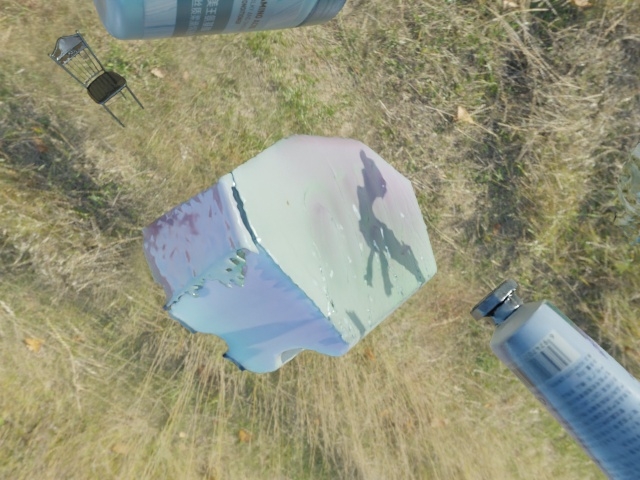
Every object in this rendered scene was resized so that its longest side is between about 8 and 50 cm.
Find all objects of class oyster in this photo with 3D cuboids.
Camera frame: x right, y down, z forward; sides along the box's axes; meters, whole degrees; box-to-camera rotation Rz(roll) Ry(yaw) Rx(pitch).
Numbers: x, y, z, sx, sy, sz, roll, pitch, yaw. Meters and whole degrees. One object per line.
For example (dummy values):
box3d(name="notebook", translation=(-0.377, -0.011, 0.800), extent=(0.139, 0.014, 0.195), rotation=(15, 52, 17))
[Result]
box3d(name="oyster", translation=(0.365, -0.049, 0.450), extent=(0.199, 0.061, 0.106), rotation=(30, 129, -30))

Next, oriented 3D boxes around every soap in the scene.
box3d(name="soap", translation=(0.000, 0.000, 0.573), extent=(0.156, 0.446, 0.261), rotation=(-17, 90, 33))

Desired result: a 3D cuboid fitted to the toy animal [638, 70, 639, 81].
box3d(name="toy animal", translation=(0.382, -0.120, 0.370), extent=(0.103, 0.208, 0.100), rotation=(-11, 147, -14))

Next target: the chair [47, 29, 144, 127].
box3d(name="chair", translation=(-0.214, -0.154, 0.407), extent=(0.037, 0.042, 0.086), rotation=(-49, 151, -12))

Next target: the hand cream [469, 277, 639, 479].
box3d(name="hand cream", translation=(0.205, 0.135, 0.279), extent=(0.055, 0.256, 0.088), rotation=(-18, 151, -46))

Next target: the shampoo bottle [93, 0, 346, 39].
box3d(name="shampoo bottle", translation=(-0.163, -0.471, 0.582), extent=(0.342, 0.331, 0.331), rotation=(-18, 122, -24))
